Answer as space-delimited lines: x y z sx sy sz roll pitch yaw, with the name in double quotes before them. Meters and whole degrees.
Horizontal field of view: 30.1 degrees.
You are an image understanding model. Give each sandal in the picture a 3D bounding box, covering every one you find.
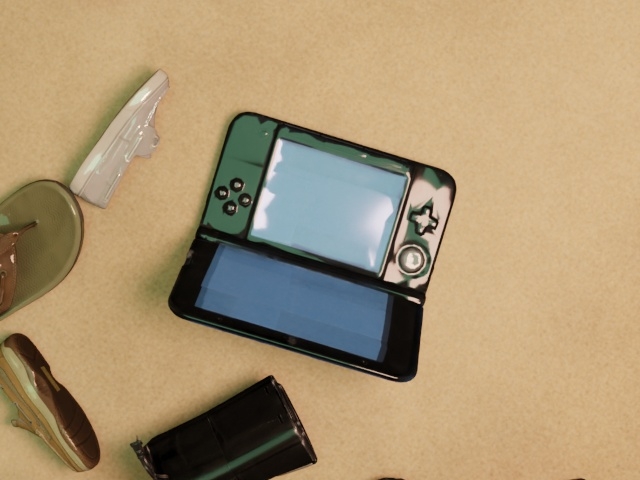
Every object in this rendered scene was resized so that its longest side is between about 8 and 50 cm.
"sandal" -0.406 0.049 1.422 0.302 0.086 0.120 -40 92 0

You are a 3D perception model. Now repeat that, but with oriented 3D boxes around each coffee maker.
"coffee maker" -0.105 0.248 1.394 0.178 0.171 0.120 -29 76 -2

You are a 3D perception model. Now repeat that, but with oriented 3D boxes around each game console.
"game console" 0.000 0.000 1.388 0.293 0.173 0.250 17 91 -2

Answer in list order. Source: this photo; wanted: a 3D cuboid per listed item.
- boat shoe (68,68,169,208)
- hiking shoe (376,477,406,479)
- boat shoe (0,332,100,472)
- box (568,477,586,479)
"boat shoe" -0.229 -0.120 1.436 0.063 0.066 0.184 35 90 -12
"hiking shoe" 0.103 0.441 1.431 0.113 0.132 0.304 -8 68 -21
"boat shoe" -0.341 0.207 1.446 0.072 0.068 0.190 -36 82 12
"box" 0.280 0.452 1.345 0.182 0.294 0.296 -9 92 -3
